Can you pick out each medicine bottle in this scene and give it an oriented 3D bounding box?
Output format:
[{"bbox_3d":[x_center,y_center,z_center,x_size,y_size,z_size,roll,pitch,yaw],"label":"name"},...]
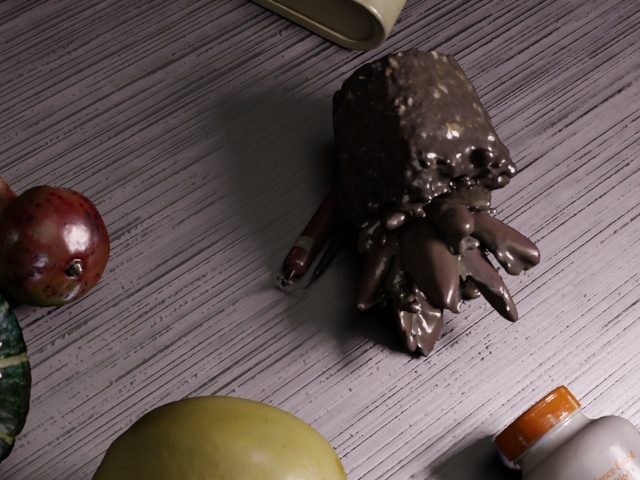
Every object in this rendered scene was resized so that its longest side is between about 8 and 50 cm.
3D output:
[{"bbox_3d":[0.309,0.291,1.719,0.157,0.157,0.288,-32,76,-30],"label":"medicine bottle"}]

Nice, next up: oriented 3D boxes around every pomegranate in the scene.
[{"bbox_3d":[-0.289,-0.009,1.713,0.129,0.129,0.159,-10,57,-23],"label":"pomegranate"}]

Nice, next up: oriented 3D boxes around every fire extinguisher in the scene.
[{"bbox_3d":[0.000,0.000,1.856,0.049,0.035,0.173,55,51,-30],"label":"fire extinguisher"}]

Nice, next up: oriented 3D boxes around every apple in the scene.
[{"bbox_3d":[-0.098,0.275,1.546,0.262,0.262,0.262,8,60,-14],"label":"apple"}]

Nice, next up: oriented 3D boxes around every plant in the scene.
[{"bbox_3d":[0.114,-0.042,1.816,0.194,0.181,0.320,-2,65,-33],"label":"plant"}]

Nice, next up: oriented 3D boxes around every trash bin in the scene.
[{"bbox_3d":[0.021,-0.384,2.023,0.243,0.121,0.247,28,60,-2],"label":"trash bin"}]

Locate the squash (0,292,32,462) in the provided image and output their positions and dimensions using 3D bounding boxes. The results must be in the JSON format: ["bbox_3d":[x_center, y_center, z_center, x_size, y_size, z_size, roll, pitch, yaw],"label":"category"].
[{"bbox_3d":[-0.398,0.129,1.544,0.252,0.165,0.252,1,87,-23],"label":"squash"}]
